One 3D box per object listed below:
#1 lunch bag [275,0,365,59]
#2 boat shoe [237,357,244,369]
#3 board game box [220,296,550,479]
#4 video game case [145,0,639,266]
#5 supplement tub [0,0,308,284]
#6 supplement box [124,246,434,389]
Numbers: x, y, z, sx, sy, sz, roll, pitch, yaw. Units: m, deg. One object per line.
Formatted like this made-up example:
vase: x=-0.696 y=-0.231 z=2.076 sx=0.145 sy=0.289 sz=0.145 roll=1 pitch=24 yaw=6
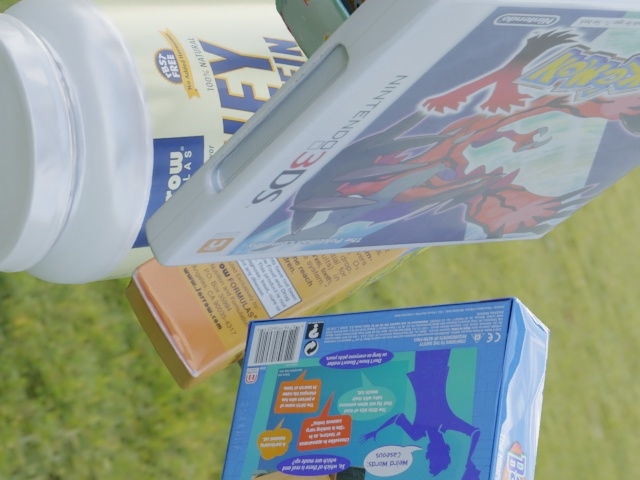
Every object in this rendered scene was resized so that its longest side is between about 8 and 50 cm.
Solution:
lunch bag: x=0.087 y=-0.160 z=1.228 sx=0.160 sy=0.262 sz=0.223 roll=-15 pitch=65 yaw=-47
boat shoe: x=-0.036 y=0.105 z=1.512 sx=0.178 sy=0.064 sz=0.060 roll=57 pitch=15 yaw=10
board game box: x=0.023 y=0.137 z=0.878 sx=0.047 sy=0.160 sz=0.210 roll=41 pitch=52 yaw=-48
video game case: x=0.063 y=-0.044 z=0.653 sx=0.201 sy=0.183 sz=0.023 roll=-5 pitch=66 yaw=-38
supplement tub: x=-0.149 y=-0.088 z=1.481 sx=0.325 sy=0.235 sz=0.235 roll=-7 pitch=76 yaw=-40
supplement box: x=0.000 y=0.000 z=1.088 sx=0.080 sy=0.233 sz=0.078 roll=57 pitch=-14 yaw=5
